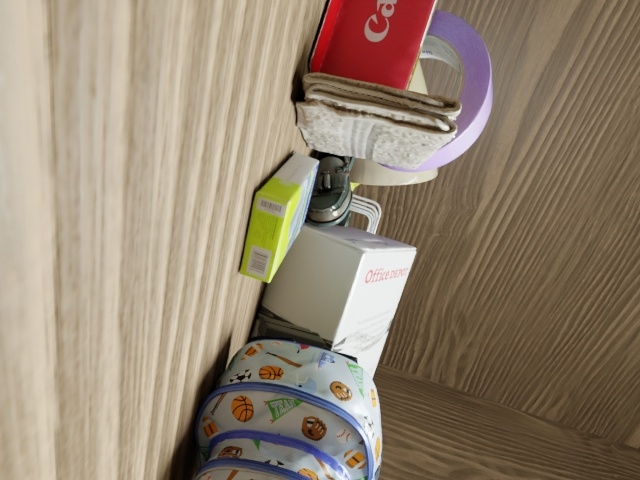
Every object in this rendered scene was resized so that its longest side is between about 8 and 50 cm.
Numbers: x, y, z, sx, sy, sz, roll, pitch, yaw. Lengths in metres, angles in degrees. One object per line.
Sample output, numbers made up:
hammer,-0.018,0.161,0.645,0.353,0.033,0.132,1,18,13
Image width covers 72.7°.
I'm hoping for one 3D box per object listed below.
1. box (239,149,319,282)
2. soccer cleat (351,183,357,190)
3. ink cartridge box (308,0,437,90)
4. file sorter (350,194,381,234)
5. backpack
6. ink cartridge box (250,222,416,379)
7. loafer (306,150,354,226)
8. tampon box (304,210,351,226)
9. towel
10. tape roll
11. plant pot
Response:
box,-0.045,-0.038,0.546,0.178,0.042,0.109,-65,173,-62
soccer cleat,0.093,-0.198,1.395,0.289,0.121,0.093,104,4,-54
ink cartridge box,0.096,-0.327,0.632,0.272,0.130,0.310,-9,117,-86
file sorter,0.054,-0.026,1.222,0.278,0.173,0.193,65,43,-86
backpack,-0.044,0.266,0.552,0.213,0.276,0.264,-67,162,-72
ink cartridge box,0.014,0.173,0.830,0.285,0.166,0.395,1,108,-62
loafer,0.012,-0.133,0.797,0.268,0.096,0.084,-79,164,-50
tampon box,0.000,0.000,1.022,0.120,0.101,0.161,49,59,-86
towel,0.067,-0.147,0.593,0.282,0.187,0.049,-2,106,-86
tape roll,0.170,-0.270,0.802,0.090,0.274,0.275,16,91,-66
plant pot,0.145,-0.289,0.990,0.256,0.256,0.274,-65,156,-68
